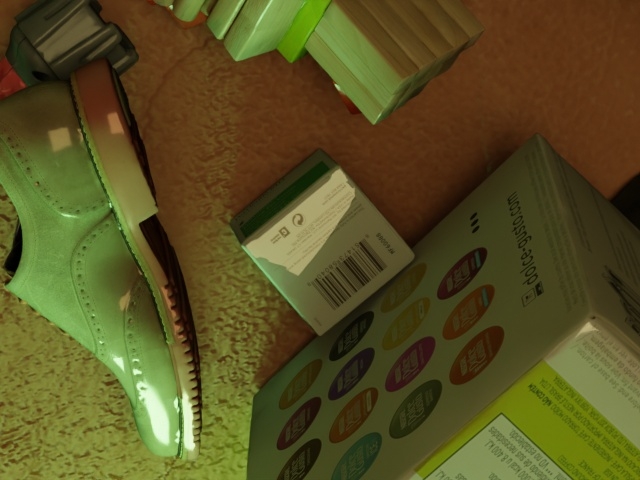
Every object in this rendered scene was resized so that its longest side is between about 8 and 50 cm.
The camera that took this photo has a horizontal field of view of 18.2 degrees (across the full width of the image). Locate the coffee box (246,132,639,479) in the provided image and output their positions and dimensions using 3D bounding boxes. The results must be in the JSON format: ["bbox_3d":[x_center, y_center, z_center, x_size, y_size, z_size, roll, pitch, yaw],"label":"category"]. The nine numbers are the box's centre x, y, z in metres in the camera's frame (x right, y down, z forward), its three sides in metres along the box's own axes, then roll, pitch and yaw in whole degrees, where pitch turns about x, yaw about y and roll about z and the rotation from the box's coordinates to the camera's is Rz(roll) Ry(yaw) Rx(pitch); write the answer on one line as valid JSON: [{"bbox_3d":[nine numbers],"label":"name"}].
[{"bbox_3d":[0.172,0.194,1.487,0.338,0.337,0.334,42,107,-16],"label":"coffee box"}]

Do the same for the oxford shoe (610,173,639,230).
[{"bbox_3d":[0.283,-0.010,1.640,0.212,0.076,0.076,-30,123,5],"label":"oxford shoe"}]

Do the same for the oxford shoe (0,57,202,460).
[{"bbox_3d":[-0.173,0.029,1.522,0.130,0.123,0.348,-16,118,-3],"label":"oxford shoe"}]

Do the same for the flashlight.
[{"bbox_3d":[-0.284,-0.081,1.503,0.304,0.103,0.103,-38,110,1],"label":"flashlight"}]

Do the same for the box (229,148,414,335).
[{"bbox_3d":[0.000,0.000,1.576,0.101,0.087,0.102,-40,105,0],"label":"box"}]

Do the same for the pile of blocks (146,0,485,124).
[{"bbox_3d":[-0.059,-0.208,1.528,0.362,0.149,0.112,30,139,-6],"label":"pile of blocks"}]
